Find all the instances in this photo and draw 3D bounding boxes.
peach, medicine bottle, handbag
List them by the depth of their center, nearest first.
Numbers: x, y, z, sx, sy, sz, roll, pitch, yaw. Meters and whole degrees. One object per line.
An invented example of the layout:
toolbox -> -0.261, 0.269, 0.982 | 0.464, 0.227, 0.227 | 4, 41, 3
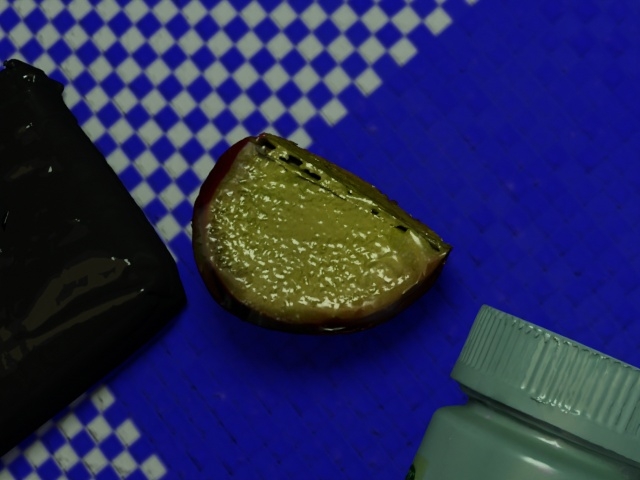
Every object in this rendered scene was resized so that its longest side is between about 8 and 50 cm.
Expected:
medicine bottle -> 0.106, 0.213, 1.056 | 0.158, 0.158, 0.318 | 22, 88, 18
peach -> 0.001, -0.001, 1.155 | 0.172, 0.092, 0.127 | 6, 89, 5
handbag -> -0.240, 0.023, 1.226 | 0.247, 0.080, 0.223 | -38, 73, 8
